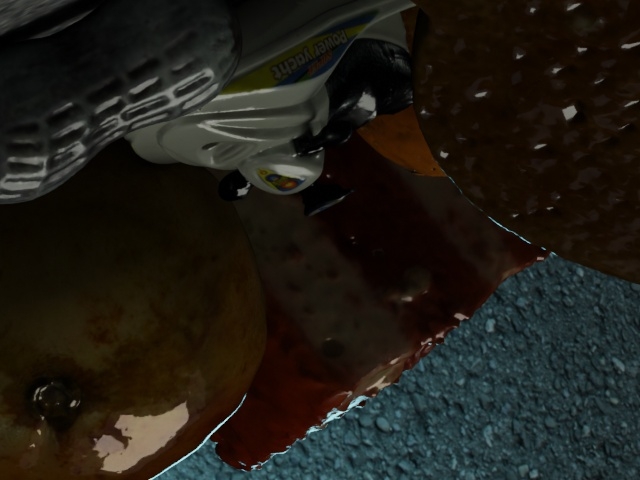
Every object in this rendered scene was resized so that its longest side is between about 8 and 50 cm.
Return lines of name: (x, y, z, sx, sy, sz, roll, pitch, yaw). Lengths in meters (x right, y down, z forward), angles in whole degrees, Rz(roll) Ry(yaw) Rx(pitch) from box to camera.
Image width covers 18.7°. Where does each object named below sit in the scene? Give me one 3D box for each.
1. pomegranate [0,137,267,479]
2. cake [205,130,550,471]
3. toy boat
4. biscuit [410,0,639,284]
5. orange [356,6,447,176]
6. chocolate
pomegranate: (-0.166, 0.035, 1.246, 0.252, 0.229, 0.270, -19, -156, -2)
cake: (0.000, 0.000, 1.635, 0.319, 0.269, 0.270, -41, 180, -27)
toy boat: (-0.015, -0.096, 1.191, 0.141, 0.141, 0.269, -26, -164, 36)
biscuit: (0.167, -0.109, 0.871, 0.367, 0.314, 0.063, 112, -2, -54)
orange: (0.097, -0.140, 1.367, 0.193, 0.161, 0.193, -40, -177, 2)
chocolate: (-0.112, -0.070, 0.908, 0.167, 0.072, 0.072, -30, -178, -13)
